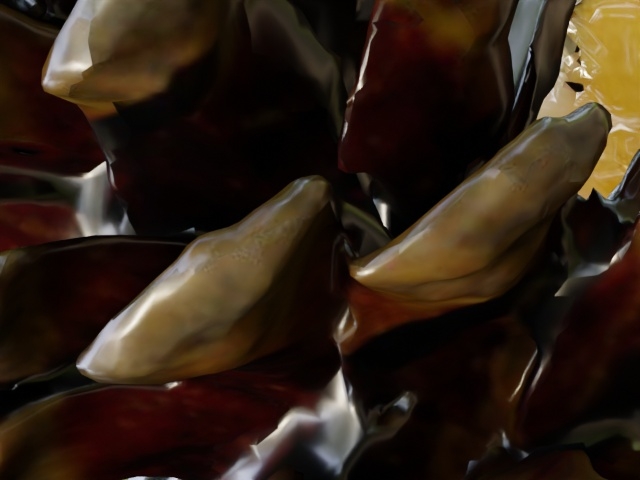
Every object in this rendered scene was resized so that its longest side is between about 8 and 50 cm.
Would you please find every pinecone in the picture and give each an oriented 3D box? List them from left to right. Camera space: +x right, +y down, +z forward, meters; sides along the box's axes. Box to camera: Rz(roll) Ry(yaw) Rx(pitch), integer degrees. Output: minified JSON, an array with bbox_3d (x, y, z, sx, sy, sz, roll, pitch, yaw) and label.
[{"bbox_3d":[0.000,0.000,0.433,0.244,0.309,0.244,-33,-2,-2],"label":"pinecone"}]

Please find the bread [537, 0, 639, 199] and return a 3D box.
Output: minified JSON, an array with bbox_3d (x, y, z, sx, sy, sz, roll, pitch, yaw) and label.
[{"bbox_3d":[0.217,-0.035,0.712,0.248,0.315,0.279,-51,1,-31],"label":"bread"}]
